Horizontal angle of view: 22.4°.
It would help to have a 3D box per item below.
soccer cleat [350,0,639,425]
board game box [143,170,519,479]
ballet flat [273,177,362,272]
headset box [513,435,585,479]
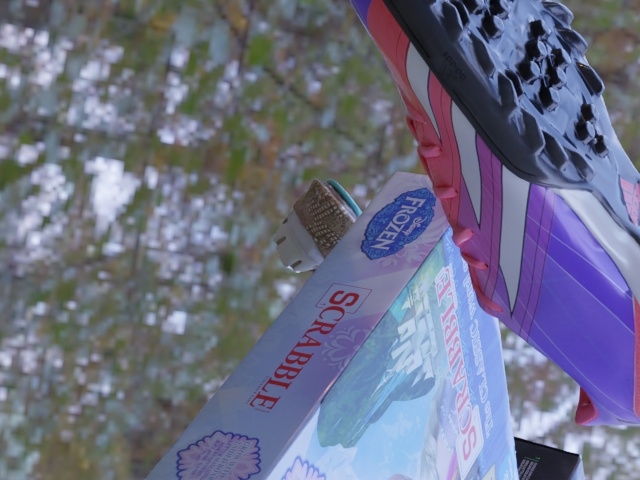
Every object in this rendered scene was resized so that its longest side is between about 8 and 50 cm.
[{"bbox_3d":[0.093,-0.023,0.761,0.116,0.318,0.108,-24,-149,35],"label":"soccer cleat"},{"bbox_3d":[0.027,0.175,0.986,0.318,0.066,0.319,-51,140,-43],"label":"board game box"},{"bbox_3d":[0.000,0.000,1.217,0.073,0.067,0.206,57,-1,7],"label":"ballet flat"},{"bbox_3d":[0.064,0.271,1.316,0.246,0.283,0.131,-55,144,-37],"label":"headset box"}]
